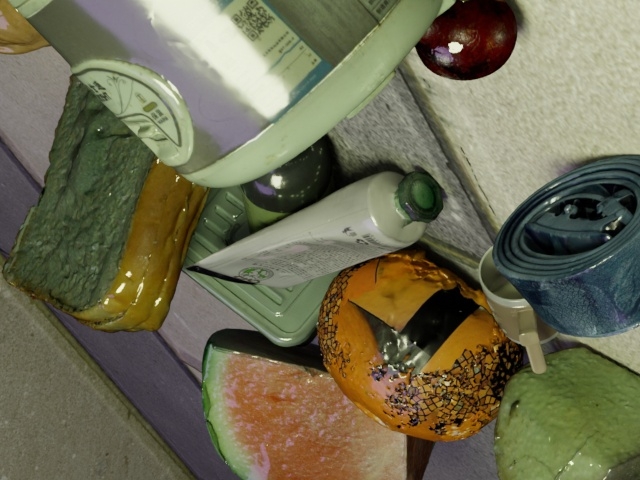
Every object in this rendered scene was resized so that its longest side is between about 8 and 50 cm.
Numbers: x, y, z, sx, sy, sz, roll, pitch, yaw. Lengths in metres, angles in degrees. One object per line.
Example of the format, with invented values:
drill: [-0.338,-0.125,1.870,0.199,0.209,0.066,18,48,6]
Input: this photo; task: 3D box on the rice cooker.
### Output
rice cooker: [-0.074,-0.207,1.232,0.277,0.288,0.288,46,163,-17]

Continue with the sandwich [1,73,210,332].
sandwich: [-0.235,-0.051,1.970,0.099,0.301,0.271,21,177,-35]

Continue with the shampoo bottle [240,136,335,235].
shampoo bottle: [-0.036,-0.065,1.829,0.101,0.101,0.284,36,163,16]

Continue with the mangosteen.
mangosteen: [0.107,-0.159,1.294,0.081,0.081,0.081,37,164,13]

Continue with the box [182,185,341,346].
box: [-0.066,0.016,2.033,0.243,0.163,0.135,36,172,12]

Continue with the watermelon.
watermelon: [-0.004,0.244,2.092,0.292,0.222,0.319,13,-179,4]

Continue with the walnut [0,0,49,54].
walnut: [-0.344,-0.280,1.902,0.166,0.149,0.166,47,-170,-11]

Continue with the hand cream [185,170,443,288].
hand cream: [0.000,0.000,1.795,0.121,0.076,0.336,18,154,-33]

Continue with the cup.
cup: [0.204,0.061,1.641,0.102,0.074,0.099,55,176,35]

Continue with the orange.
orange: [0.106,0.116,1.863,0.234,0.182,0.234,29,171,5]

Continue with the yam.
yam: [0.292,0.249,1.764,0.202,0.201,0.271,26,152,39]

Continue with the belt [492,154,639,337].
belt: [0.220,0.005,1.353,0.082,0.141,0.190,49,163,-20]
